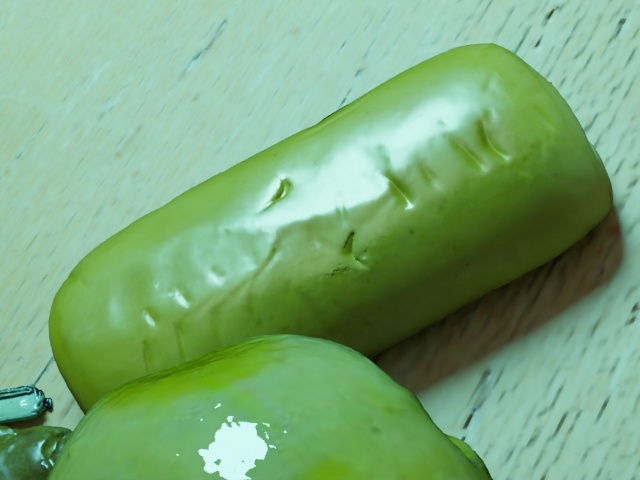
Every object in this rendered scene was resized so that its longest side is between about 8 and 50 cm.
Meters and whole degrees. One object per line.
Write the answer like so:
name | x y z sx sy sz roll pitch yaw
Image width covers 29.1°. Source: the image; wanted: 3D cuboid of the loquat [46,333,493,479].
loquat | -0.023 0.142 0.510 0.213 0.213 0.213 -8 60 14

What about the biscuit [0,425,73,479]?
biscuit | -0.172 0.194 0.626 0.225 0.042 0.226 -8 60 15

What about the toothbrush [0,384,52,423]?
toothbrush | -0.295 0.116 0.721 0.294 0.028 0.026 -9 61 7

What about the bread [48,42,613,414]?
bread | 0.000 0.000 0.653 0.305 0.091 0.142 -30 62 1
